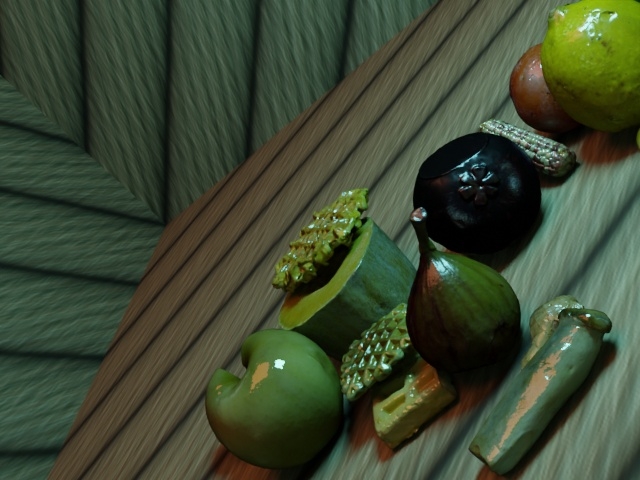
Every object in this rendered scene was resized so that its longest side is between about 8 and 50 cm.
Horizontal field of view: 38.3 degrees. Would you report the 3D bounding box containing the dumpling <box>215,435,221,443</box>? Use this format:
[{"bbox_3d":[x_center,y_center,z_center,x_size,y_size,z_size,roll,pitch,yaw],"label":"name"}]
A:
[{"bbox_3d":[-0.173,0.424,2.155,0.150,0.092,0.176,-48,20,2],"label":"dumpling"}]

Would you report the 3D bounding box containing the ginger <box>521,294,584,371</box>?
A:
[{"bbox_3d":[0.384,0.161,1.584,0.165,0.067,0.096,-54,20,-7],"label":"ginger"}]

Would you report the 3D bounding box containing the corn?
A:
[{"bbox_3d":[0.447,-0.208,2.020,0.237,0.079,0.079,33,77,33],"label":"corn"}]

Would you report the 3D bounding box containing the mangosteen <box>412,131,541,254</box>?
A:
[{"bbox_3d":[0.326,-0.101,1.964,0.287,0.233,0.287,-34,20,15],"label":"mangosteen"}]

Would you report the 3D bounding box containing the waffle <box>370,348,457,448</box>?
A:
[{"bbox_3d":[0.171,0.272,1.805,0.168,0.057,0.274,-40,20,15],"label":"waffle"}]

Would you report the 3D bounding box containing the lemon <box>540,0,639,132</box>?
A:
[{"bbox_3d":[0.581,-0.362,1.863,0.258,0.310,0.258,-48,2,2],"label":"lemon"}]

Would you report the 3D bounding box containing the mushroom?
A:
[{"bbox_3d":[0.356,0.236,1.477,0.312,0.081,0.100,-53,13,-7],"label":"mushroom"}]

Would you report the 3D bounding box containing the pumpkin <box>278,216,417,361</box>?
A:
[{"bbox_3d":[0.076,0.132,2.109,0.332,0.199,0.332,-45,12,12],"label":"pumpkin"}]

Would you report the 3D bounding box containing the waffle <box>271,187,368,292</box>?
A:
[{"bbox_3d":[0.000,0.000,2.167,0.325,0.068,0.302,-42,14,35],"label":"waffle"}]

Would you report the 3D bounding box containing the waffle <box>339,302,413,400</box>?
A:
[{"bbox_3d":[0.117,0.220,1.849,0.208,0.054,0.214,-46,14,9],"label":"waffle"}]

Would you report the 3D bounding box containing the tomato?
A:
[{"bbox_3d":[0.524,-0.343,2.082,0.208,0.208,0.184,-55,17,-24],"label":"tomato"}]

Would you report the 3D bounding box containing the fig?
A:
[{"bbox_3d":[0.236,0.075,1.674,0.217,0.321,0.217,-20,19,7],"label":"fig"}]

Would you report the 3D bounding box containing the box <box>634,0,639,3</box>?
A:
[{"bbox_3d":[0.717,-0.539,2.040,0.178,0.253,0.329,-47,14,40],"label":"box"}]

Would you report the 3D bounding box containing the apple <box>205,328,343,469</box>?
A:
[{"bbox_3d":[-0.092,0.334,1.929,0.292,0.254,0.292,-42,21,20],"label":"apple"}]

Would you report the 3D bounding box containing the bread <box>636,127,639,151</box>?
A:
[{"bbox_3d":[0.678,-0.226,1.692,0.213,0.105,0.213,-41,17,16],"label":"bread"}]
